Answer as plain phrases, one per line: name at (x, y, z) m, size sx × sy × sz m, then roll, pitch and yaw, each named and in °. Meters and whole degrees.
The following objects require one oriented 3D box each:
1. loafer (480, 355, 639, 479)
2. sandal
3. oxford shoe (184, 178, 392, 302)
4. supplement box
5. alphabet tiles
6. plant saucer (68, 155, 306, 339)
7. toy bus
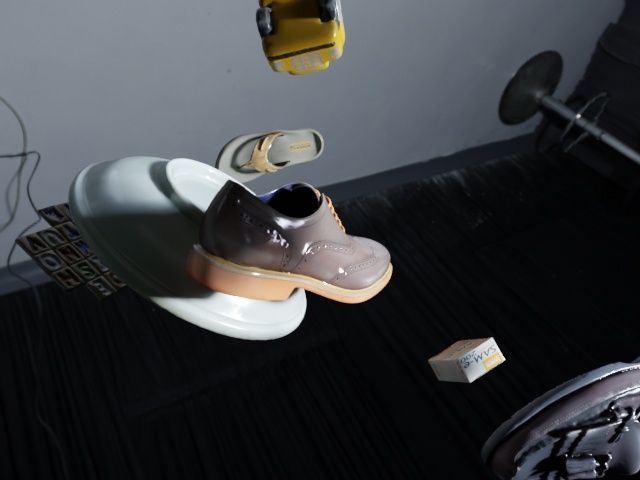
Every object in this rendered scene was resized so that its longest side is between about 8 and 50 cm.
loafer at (0.310, 0.183, 0.509) m, size 0.302 × 0.095 × 0.109 m, roll -16°, pitch 133°, yaw -18°
sandal at (-0.089, -0.158, 0.942) m, size 0.219 × 0.060 × 0.090 m, roll -13°, pitch 113°, yaw -19°
oxford shoe at (0.000, 0.000, 0.674) m, size 0.363 × 0.130 × 0.133 m, roll 4°, pitch 109°, yaw -53°
supplement box at (0.201, 0.168, 0.710) m, size 0.062 × 0.036 × 0.098 m, roll -27°, pitch 173°, yaw -18°
alphabet tiles at (-0.406, 0.008, 0.902) m, size 0.009 × 0.198 × 0.237 m, roll -45°, pitch 179°, yaw 23°
plant saucer at (-0.166, -0.024, 0.780) m, size 0.400 × 0.400 × 0.100 m, roll 19°, pitch 115°, yaw -48°
toy bus at (-0.033, -0.393, 0.750) m, size 0.108 × 0.333 × 0.130 m, roll -9°, pitch 162°, yaw 9°
